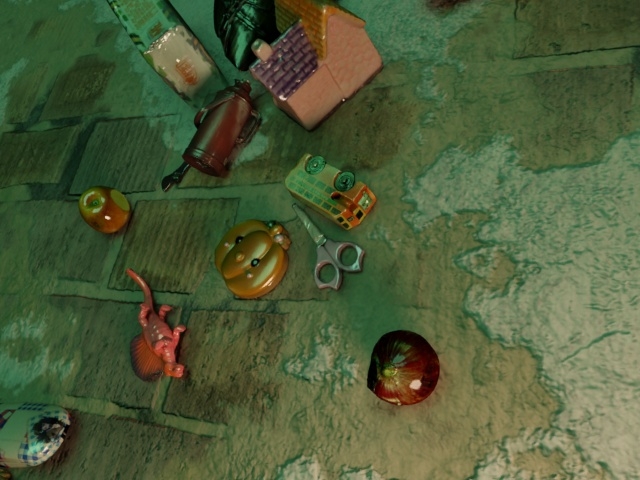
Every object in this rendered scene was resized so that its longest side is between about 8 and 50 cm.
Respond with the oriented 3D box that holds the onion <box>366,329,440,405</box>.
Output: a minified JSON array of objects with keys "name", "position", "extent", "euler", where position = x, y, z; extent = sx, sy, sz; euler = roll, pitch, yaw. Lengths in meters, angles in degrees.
[{"name":"onion","position":[0.133,0.199,0.923],"extent":[0.119,0.119,0.117],"euler":[2,100,27]}]

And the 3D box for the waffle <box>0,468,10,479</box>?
[{"name":"waffle","position":[-0.610,0.627,1.098],"extent":[0.348,0.077,0.304],"euler":[18,76,32]}]

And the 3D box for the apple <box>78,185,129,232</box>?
[{"name":"apple","position":[-0.506,-0.071,1.374],"extent":[0.099,0.102,0.114],"euler":[-27,58,11]}]

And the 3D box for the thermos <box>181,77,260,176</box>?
[{"name":"thermos","position":[-0.212,-0.263,1.332],"extent":[0.124,0.099,0.232],"euler":[26,75,2]}]

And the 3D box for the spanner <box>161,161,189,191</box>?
[{"name":"spanner","position":[-0.302,-0.196,1.389],"extent":[0.046,0.012,0.208],"euler":[37,86,36]}]

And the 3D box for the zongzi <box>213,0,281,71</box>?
[{"name":"zongzi","position":[-0.146,-0.616,1.318],"extent":[0.383,0.362,0.319],"euler":[-43,37,4]}]

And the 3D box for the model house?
[{"name":"model house","position":[-0.040,-0.402,1.223],"extent":[0.237,0.237,0.202],"euler":[-40,57,4]}]

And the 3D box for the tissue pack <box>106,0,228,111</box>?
[{"name":"tissue pack","position":[-0.372,-0.484,1.434],"extent":[0.128,0.228,0.310],"euler":[-38,55,4]}]

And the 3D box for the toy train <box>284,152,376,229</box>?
[{"name":"toy train","position":[0.015,-0.098,1.148],"extent":[0.188,0.072,0.099],"euler":[32,89,34]}]

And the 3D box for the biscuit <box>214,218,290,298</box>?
[{"name":"biscuit","position":[-0.135,0.025,1.173],"extent":[0.170,0.050,0.170],"euler":[-11,62,21]}]

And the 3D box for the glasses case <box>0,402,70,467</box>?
[{"name":"glasses case","position":[-0.656,0.398,1.220],"extent":[0.328,0.076,0.125],"euler":[-7,38,23]}]

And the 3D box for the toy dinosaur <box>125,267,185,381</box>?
[{"name":"toy dinosaur","position":[-0.358,0.192,1.209],"extent":[0.286,0.070,0.139],"euler":[44,112,37]}]

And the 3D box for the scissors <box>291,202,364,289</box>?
[{"name":"scissors","position":[0.000,0.000,1.135],"extent":[0.110,0.021,0.212],"euler":[-41,55,7]}]
